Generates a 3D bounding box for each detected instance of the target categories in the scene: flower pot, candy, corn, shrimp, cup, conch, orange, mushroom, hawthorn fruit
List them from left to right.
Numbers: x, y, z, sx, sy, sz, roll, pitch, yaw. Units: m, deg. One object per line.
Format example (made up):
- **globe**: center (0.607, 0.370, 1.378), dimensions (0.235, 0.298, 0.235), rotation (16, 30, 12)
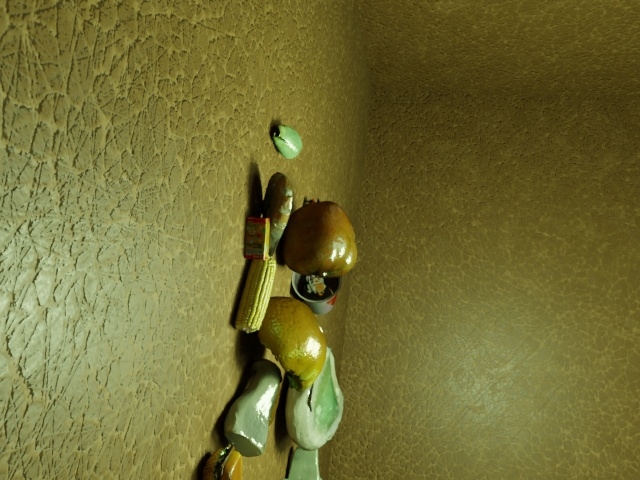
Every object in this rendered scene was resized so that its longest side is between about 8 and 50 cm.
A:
- **mushroom**: center (-0.187, 0.472, 1.709), dimensions (0.329, 0.122, 0.159), rotation (-71, 171, -53)
- **corn**: center (-0.183, 0.148, 1.690), dimensions (0.081, 0.081, 0.249), rotation (78, 20, -56)
- **candy**: center (-0.182, -0.008, 1.687), dimensions (0.038, 0.062, 0.122), rotation (-13, 107, -76)
- **shrimp**: center (-0.151, -0.062, 1.769), dimensions (0.164, 0.062, 0.317), rotation (-120, -140, -51)
- **conch**: center (-0.111, -0.333, 1.905), dimensions (0.170, 0.079, 0.106), rotation (44, 36, -67)
- **orange**: center (-0.082, 0.315, 1.825), dimensions (0.335, 0.196, 0.263), rotation (74, 4, -45)
- **flower pot**: center (-0.080, 1.030, 2.386), dimensions (0.367, 0.164, 0.254), rotation (-51, 139, -69)
- **candy**: center (-0.040, 0.644, 2.361), dimensions (0.427, 0.186, 0.386), rotation (-49, 134, -68)
- **cup**: center (-0.008, 0.199, 2.399), dimensions (0.288, 0.202, 0.203), rotation (86, 13, -66)
- **hawthorn fruit**: center (-0.005, -0.017, 2.091), dimensions (0.268, 0.267, 0.301), rotation (51, 35, -74)

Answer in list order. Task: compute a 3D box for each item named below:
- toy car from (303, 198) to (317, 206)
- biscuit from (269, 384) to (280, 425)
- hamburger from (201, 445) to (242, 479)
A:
- **toy car**: center (-0.014, -0.096, 2.382), dimensions (0.112, 0.112, 0.139), rotation (38, 58, -76)
- **biscuit**: center (-0.176, 0.529, 2.008), dimensions (0.212, 0.036, 0.212), rotation (5, 90, -80)
- **hamburger**: center (-0.254, 0.616, 1.506), dimensions (0.137, 0.087, 0.166), rotation (-46, 140, -74)
